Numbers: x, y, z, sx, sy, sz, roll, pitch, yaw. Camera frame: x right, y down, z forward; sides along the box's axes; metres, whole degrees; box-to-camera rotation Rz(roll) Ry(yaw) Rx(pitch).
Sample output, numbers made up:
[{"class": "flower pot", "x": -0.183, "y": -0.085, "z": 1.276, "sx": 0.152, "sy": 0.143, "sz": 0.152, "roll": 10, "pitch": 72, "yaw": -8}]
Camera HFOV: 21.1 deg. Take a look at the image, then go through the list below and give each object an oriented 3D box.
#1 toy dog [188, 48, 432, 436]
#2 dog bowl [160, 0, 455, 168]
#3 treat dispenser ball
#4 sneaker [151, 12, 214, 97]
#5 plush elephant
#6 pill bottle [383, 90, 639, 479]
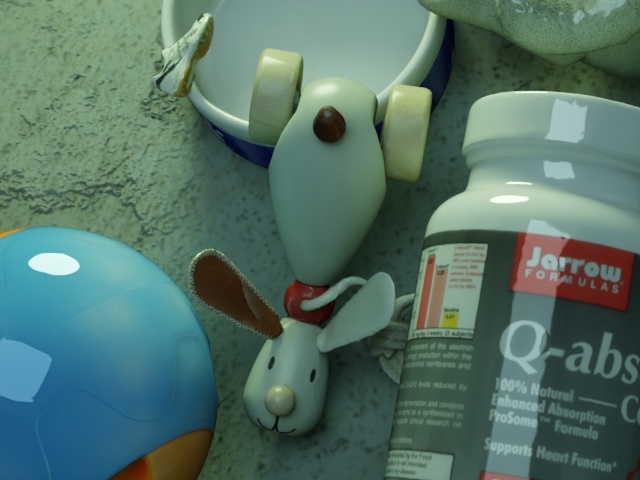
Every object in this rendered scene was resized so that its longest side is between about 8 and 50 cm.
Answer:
[{"class": "toy dog", "x": 0.000, "y": 0.000, "z": 1.433, "sx": 0.220, "sy": 0.161, "sz": 0.334, "roll": -10, "pitch": 93, "yaw": 8}, {"class": "dog bowl", "x": -0.009, "y": -0.198, "z": 1.602, "sx": 0.265, "sy": 0.104, "sz": 0.265, "roll": -4, "pitch": 69, "yaw": 11}, {"class": "treat dispenser ball", "x": -0.228, "y": 0.131, "z": 1.428, "sx": 0.288, "sy": 0.288, "sz": 0.288, "roll": -4, "pitch": 69, "yaw": 11}, {"class": "sneaker", "x": -0.124, "y": -0.170, "z": 1.543, "sx": 0.037, "sy": 0.032, "sz": 0.083, "roll": 20, "pitch": 75, "yaw": 19}, {"class": "plush elephant", "x": 0.284, "y": -0.265, "z": 1.458, "sx": 0.330, "sy": 0.255, "sz": 0.272, "roll": 40, "pitch": 50, "yaw": 12}, {"class": "pill bottle", "x": 0.173, "y": 0.079, "z": 1.363, "sx": 0.210, "sy": 0.210, "sz": 0.363, "roll": 7, "pitch": 80, "yaw": 15}]
